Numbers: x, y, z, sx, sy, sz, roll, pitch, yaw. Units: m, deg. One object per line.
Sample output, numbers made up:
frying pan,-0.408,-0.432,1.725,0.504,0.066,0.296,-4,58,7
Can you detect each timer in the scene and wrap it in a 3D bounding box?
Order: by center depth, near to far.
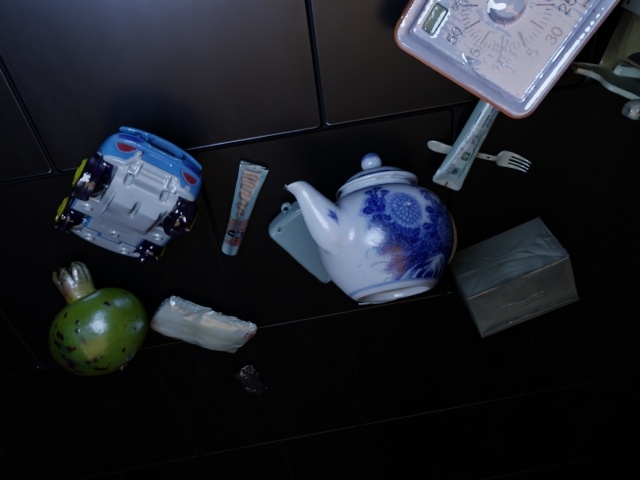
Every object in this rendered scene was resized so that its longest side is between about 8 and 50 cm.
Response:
timer,0.275,-0.368,0.800,0.249,0.161,0.258,23,121,-16

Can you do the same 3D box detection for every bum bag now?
bum bag,-0.181,0.368,1.368,0.057,0.034,0.125,-22,129,-4

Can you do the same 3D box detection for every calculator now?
calculator,0.000,0.000,1.105,0.141,0.045,0.246,-36,125,17

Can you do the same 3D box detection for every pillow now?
pillow,-0.271,0.199,1.212,0.229,0.051,0.128,23,128,-23

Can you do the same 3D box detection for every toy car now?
toy car,-0.333,-0.077,0.925,0.198,0.166,0.314,26,148,-24

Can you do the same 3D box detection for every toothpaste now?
toothpaste,0.288,-0.197,0.992,0.064,0.041,0.218,18,116,-15
toothpaste,-0.157,-0.062,1.041,0.056,0.036,0.205,12,121,-16

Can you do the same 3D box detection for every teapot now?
teapot,0.116,-0.034,0.979,0.423,0.280,0.252,4,160,-38

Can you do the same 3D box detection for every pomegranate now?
pomegranate,-0.470,0.162,1.083,0.202,0.202,0.248,-24,97,10

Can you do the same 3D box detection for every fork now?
fork,0.314,-0.171,1.044,0.219,0.029,0.034,9,133,-11

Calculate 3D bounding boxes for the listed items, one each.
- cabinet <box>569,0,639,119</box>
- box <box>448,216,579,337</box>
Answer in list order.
cabinet,0.633,-0.349,0.826,0.317,0.228,0.290,3,128,-12
box,0.428,0.086,1.175,0.231,0.155,0.149,-24,127,10
